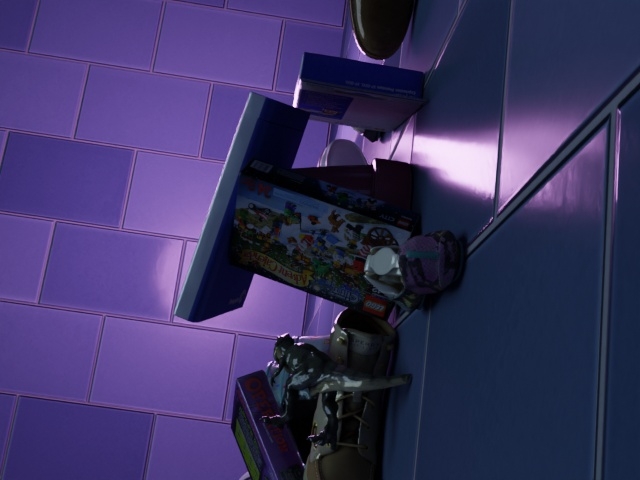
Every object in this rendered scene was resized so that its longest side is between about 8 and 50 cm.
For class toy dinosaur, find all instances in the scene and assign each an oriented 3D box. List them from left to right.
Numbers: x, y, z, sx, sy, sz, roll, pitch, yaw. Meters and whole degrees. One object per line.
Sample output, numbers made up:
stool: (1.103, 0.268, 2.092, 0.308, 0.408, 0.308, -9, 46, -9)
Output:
toy dinosaur: (-0.006, 0.187, 1.145, 0.268, 0.064, 0.118, 10, 76, 52)

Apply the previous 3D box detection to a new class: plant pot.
plant pot: (0.025, -0.027, 1.329, 0.201, 0.180, 0.201, -172, 90, -86)

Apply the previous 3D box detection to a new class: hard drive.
hard drive: (-0.107, -0.047, 1.329, 0.210, 0.040, 0.318, -11, -59, -76)

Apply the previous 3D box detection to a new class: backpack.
backpack: (-0.010, 0.244, 1.475, 0.188, 0.144, 0.166, -73, -30, -44)

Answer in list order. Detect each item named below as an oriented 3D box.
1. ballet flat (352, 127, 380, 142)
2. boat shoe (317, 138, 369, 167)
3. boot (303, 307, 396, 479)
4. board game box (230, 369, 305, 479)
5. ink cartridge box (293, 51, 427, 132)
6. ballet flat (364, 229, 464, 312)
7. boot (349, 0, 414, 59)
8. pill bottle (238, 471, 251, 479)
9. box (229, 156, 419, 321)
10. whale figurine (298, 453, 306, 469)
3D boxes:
ballet flat: (0.090, -0.236, 1.705, 0.203, 0.074, 0.074, 113, 165, -78)
boat shoe: (0.057, -0.077, 1.619, 0.103, 0.113, 0.302, 104, 163, -50)
boot: (0.043, 0.216, 1.201, 0.262, 0.095, 0.203, -83, 4, -68)
board game box: (-0.043, 0.376, 1.298, 0.208, 0.056, 0.347, 97, 151, -61)
ink cartridge box: (0.051, -0.224, 1.403, 0.371, 0.176, 0.069, -142, 61, -86)
ballet flat: (0.088, 0.029, 0.963, 0.221, 0.079, 0.077, 115, 163, -80)
boot: (0.120, -0.447, 1.496, 0.115, 0.112, 0.305, -146, 66, -75)
pill bottle: (-0.090, 0.568, 1.803, 0.323, 0.181, 0.181, -86, 5, -54)
box: (0.000, 0.000, 1.214, 0.044, 0.233, 0.159, -59, -16, -49)
whale figurine: (-0.038, 0.426, 1.607, 0.216, 0.141, 0.272, 102, 176, -50)
